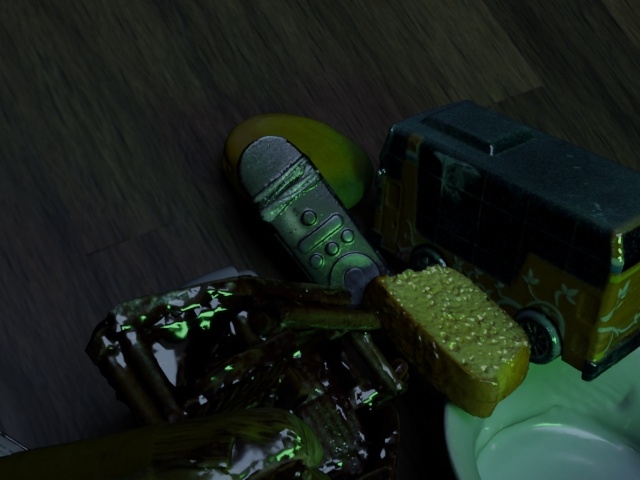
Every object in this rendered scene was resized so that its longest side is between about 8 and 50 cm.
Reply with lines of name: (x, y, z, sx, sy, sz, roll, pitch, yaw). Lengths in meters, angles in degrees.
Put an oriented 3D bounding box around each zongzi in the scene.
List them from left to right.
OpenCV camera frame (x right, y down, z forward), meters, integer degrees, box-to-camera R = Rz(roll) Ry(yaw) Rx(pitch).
zongzi: (-0.112, 0.261, 0.478, 0.274, 0.145, 0.300, -12, 64, 6)

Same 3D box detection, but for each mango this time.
mango: (-0.022, -0.088, 0.978, 0.195, 0.092, 0.130, -1, 64, -33)

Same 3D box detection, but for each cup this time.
cup: (0.283, 0.260, 0.844, 0.347, 0.163, 0.347, 4, 39, -4)

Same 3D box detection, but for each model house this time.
model house: (-0.012, 0.195, 0.718, 0.297, 0.317, 0.282, -21, 66, -15)

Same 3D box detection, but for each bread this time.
bread: (0.129, 0.091, 0.840, 0.103, 0.065, 0.187, -21, 50, -28)

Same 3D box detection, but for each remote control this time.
remote control: (0.000, 0.000, 0.911, 0.090, 0.066, 0.266, -39, 102, -14)

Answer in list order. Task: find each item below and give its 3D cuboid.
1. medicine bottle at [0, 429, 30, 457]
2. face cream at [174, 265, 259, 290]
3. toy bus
medicine bottle: (-0.269, 0.259, 0.646, 0.171, 0.052, 0.201, 36, 94, -4)
face cream: (-0.105, 0.076, 0.852, 0.095, 0.091, 0.091, -13, 70, -19)
toy bus: (0.216, -0.017, 0.904, 0.162, 0.194, 0.323, -23, 41, -35)
